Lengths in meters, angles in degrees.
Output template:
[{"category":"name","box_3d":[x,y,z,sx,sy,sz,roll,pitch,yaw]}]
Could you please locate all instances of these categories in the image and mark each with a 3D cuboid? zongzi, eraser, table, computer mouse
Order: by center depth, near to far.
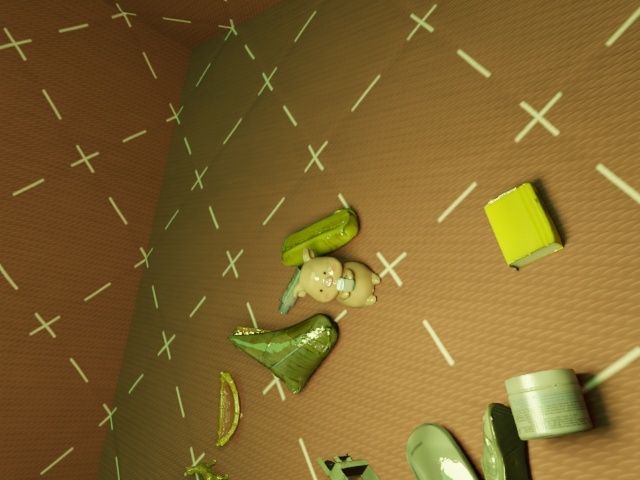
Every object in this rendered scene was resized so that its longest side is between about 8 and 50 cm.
[{"category":"computer mouse","box_3d":[0.356,0.688,1.454,0.331,0.095,0.197,53,127,49]},{"category":"eraser","box_3d":[0.599,-0.045,1.495,0.158,0.069,0.225,-36,54,35]},{"category":"table","box_3d":[0.096,0.769,1.676,0.175,0.146,0.062,40,107,44]},{"category":"zongzi","box_3d":[-0.141,0.365,1.938,0.322,0.361,0.160,-56,1,10]}]

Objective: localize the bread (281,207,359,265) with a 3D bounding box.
[{"category":"bread","box_3d":[0.000,0.000,2.061,0.384,0.112,0.166,-26,32,33]}]

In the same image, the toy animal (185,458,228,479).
[{"category":"toy animal","box_3d":[-0.491,1.031,2.199,0.182,0.136,0.073,19,91,47]}]

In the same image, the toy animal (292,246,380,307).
[{"category":"toy animal","box_3d":[0.055,0.157,1.869,0.213,0.257,0.194,15,89,58]}]

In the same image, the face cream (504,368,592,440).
[{"category":"face cream","box_3d":[0.576,0.418,1.280,0.177,0.177,0.152,-26,61,38]}]

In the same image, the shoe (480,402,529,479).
[{"category":"shoe","box_3d":[0.490,0.586,1.373,0.098,0.103,0.274,-34,51,58]}]

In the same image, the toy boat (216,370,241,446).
[{"category":"toy boat","box_3d":[-0.413,0.749,2.248,0.141,0.099,0.317,-21,60,36]}]

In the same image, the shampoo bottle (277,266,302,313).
[{"category":"shampoo bottle","box_3d":[-0.117,0.215,2.144,0.072,0.072,0.213,39,105,46]}]

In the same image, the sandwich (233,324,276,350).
[{"category":"sandwich","box_3d":[-0.231,0.432,2.153,0.254,0.289,0.099,96,-176,-72]}]
